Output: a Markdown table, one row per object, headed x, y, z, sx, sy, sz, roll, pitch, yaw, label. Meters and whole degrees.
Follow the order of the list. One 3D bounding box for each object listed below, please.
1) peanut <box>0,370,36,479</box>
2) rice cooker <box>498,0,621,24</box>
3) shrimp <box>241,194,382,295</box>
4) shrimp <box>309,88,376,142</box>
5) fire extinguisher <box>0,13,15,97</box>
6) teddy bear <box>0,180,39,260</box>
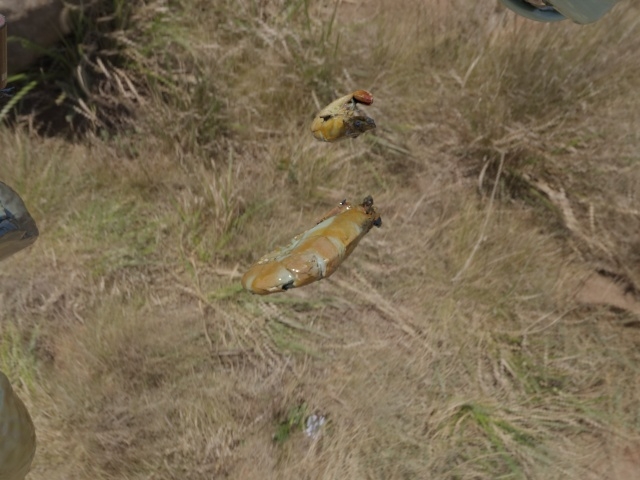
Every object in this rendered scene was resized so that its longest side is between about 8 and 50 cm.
| x | y | z | sx | sy | sz | roll | pitch | yaw | label |
| --- | --- | --- | --- | --- | --- | --- | --- | --- | --- |
| -0.399 | 0.275 | 0.877 | 0.149 | 0.313 | 0.149 | 18 | 23 | -8 | peanut |
| 0.139 | -0.197 | 0.335 | 0.145 | 0.206 | 0.127 | 15 | 38 | -48 | rice cooker |
| 0.000 | 0.000 | 0.691 | 0.184 | 0.091 | 0.043 | -32 | 108 | -42 | shrimp |
| 0.045 | -0.174 | 1.094 | 0.095 | 0.162 | 0.045 | -38 | 114 | -20 | shrimp |
| -0.471 | -0.266 | 1.126 | 0.049 | 0.173 | 0.035 | 35 | 56 | 0 | fire extinguisher |
| -0.404 | -0.054 | 0.750 | 0.171 | 0.144 | 0.251 | -42 | 84 | 20 | teddy bear |
